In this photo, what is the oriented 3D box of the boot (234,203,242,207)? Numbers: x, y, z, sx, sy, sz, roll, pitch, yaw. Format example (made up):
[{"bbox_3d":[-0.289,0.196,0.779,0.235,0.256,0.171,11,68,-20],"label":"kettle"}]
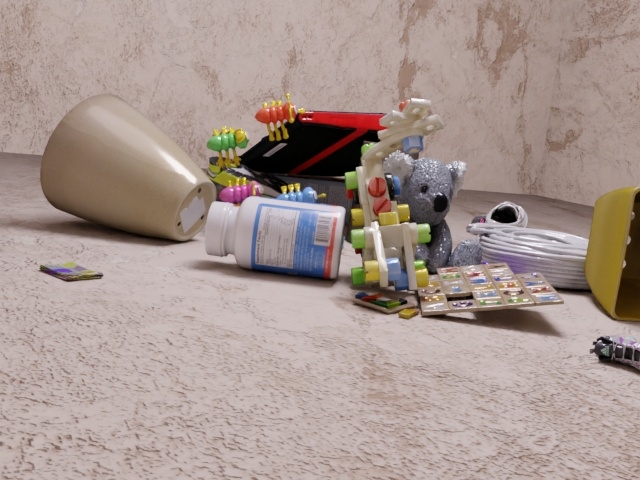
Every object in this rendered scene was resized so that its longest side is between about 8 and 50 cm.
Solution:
[{"bbox_3d":[-0.172,-0.056,1.762,0.158,0.059,0.084,-4,14,-12],"label":"boot"}]

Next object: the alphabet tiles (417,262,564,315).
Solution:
[{"bbox_3d":[0.249,0.070,1.193,0.198,0.009,0.237,-5,12,5],"label":"alphabet tiles"}]

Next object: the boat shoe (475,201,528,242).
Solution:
[{"bbox_3d":[0.466,-0.051,1.907,0.095,0.084,0.258,25,29,17],"label":"boat shoe"}]

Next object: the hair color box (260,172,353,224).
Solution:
[{"bbox_3d":[-0.048,-0.120,2.068,0.374,0.114,0.185,6,9,-6],"label":"hair color box"}]

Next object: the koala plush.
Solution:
[{"bbox_3d":[0.184,-0.051,1.427,0.196,0.221,0.203,3,9,-18],"label":"koala plush"}]

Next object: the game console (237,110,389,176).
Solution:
[{"bbox_3d":[0.013,-0.233,1.863,0.342,0.060,0.386,2,-12,-28],"label":"game console"}]

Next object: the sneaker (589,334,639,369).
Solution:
[{"bbox_3d":[0.367,0.138,0.947,0.069,0.038,0.098,4,-1,-4],"label":"sneaker"}]

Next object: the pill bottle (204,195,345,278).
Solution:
[{"bbox_3d":[-0.074,-0.008,1.279,0.221,0.124,0.124,7,9,4],"label":"pill bottle"}]

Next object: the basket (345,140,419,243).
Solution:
[{"bbox_3d":[0.146,-0.106,1.738,0.154,0.227,0.204,8,8,8],"label":"basket"}]

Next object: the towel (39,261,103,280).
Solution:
[{"bbox_3d":[-0.357,0.044,1.105,0.083,0.009,0.060,14,12,40],"label":"towel"}]

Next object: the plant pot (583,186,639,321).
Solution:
[{"bbox_3d":[0.563,0.014,1.298,0.212,0.212,0.187,5,9,-7],"label":"plant pot"}]

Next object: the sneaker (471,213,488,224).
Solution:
[{"bbox_3d":[0.445,-0.035,2.039,0.075,0.063,0.170,9,11,-28],"label":"sneaker"}]

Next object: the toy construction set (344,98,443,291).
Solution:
[{"bbox_3d":[0.107,-0.062,1.234,0.151,0.328,0.215,7,-18,4],"label":"toy construction set"}]

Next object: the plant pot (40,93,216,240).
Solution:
[{"bbox_3d":[-0.349,-0.113,1.498,0.274,0.256,0.256,28,16,19],"label":"plant pot"}]

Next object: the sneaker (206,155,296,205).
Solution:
[{"bbox_3d":[-0.160,-0.099,1.862,0.300,0.121,0.111,23,24,-27],"label":"sneaker"}]

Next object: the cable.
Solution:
[{"bbox_3d":[0.437,0.033,1.509,0.257,0.089,0.257,4,10,-23],"label":"cable"}]

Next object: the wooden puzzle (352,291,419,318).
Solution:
[{"bbox_3d":[0.094,0.090,1.123,0.116,0.014,0.078,12,10,35],"label":"wooden puzzle"}]

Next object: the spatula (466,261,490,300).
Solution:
[{"bbox_3d":[0.289,0.075,1.292,0.084,0.030,0.296,27,19,17],"label":"spatula"}]

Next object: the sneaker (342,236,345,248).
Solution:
[{"bbox_3d":[0.000,0.000,1.497,0.076,0.065,0.166,14,12,19],"label":"sneaker"}]

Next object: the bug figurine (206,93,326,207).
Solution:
[{"bbox_3d":[-0.117,-0.162,1.588,0.216,0.279,0.072,-14,-12,0],"label":"bug figurine"}]
